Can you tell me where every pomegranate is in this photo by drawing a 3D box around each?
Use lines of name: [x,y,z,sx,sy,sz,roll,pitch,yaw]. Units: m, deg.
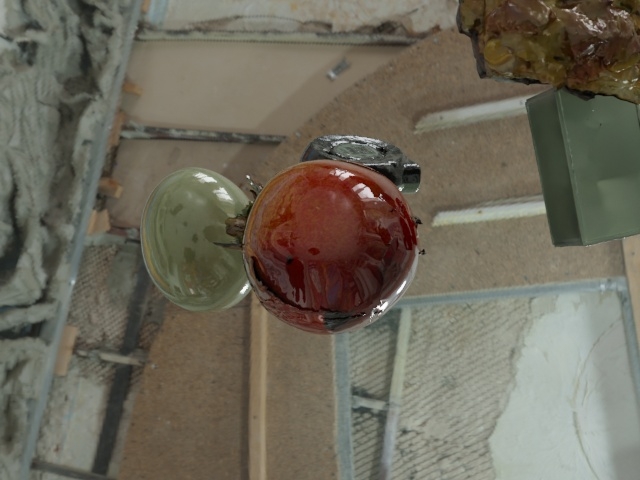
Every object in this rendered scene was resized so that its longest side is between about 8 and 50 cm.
pomegranate: [0.000,0.000,0.830,0.235,0.210,0.210,19,-96,20]

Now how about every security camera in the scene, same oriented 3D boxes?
security camera: [0.050,-0.038,1.305,0.197,0.191,0.277,-131,-139,-55]

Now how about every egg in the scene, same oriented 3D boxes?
egg: [-0.209,0.002,1.275,0.219,0.219,0.269,10,-61,22]

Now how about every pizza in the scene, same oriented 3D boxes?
pizza: [0.281,-0.313,0.880,0.278,0.114,0.408,-42,-86,-24]

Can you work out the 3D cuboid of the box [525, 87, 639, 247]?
box: [0.393,-0.112,1.034,0.130,0.086,0.225,-11,-89,-12]
